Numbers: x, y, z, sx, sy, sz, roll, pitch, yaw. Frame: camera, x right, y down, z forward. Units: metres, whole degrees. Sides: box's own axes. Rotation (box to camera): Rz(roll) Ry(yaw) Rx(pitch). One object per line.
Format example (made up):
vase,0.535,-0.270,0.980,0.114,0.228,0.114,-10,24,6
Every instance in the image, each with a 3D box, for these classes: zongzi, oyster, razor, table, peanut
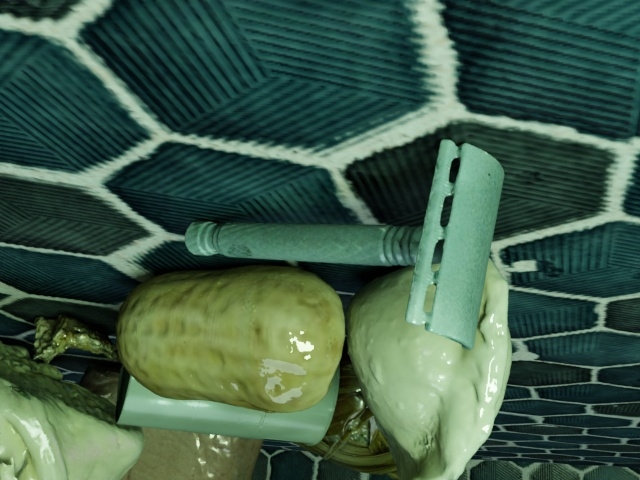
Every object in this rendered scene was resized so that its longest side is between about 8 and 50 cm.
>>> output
zongzi,-0.015,0.202,1.010,0.288,0.134,0.286,15,155,17
oyster,-0.285,0.119,0.896,0.105,0.056,0.177,13,170,2
razor,0.000,0.000,0.493,0.232,0.106,0.068,3,163,40
table,-0.102,0.150,0.843,0.220,0.126,0.126,11,159,-18
peanut,-0.086,0.084,0.665,0.253,0.122,0.137,-3,167,27

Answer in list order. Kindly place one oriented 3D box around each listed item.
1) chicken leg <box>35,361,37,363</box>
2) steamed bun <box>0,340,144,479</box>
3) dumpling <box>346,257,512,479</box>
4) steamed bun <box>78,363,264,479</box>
chicken leg,-0.478,0.258,1.193,0.201,0.153,0.429,44,163,-4
steamed bun,-0.352,0.230,0.819,0.268,0.207,0.280,26,172,26
dumpling,0.079,0.115,0.625,0.131,0.179,0.252,6,159,-19
steamed bun,-0.243,0.318,1.171,0.301,0.252,0.199,17,179,8
